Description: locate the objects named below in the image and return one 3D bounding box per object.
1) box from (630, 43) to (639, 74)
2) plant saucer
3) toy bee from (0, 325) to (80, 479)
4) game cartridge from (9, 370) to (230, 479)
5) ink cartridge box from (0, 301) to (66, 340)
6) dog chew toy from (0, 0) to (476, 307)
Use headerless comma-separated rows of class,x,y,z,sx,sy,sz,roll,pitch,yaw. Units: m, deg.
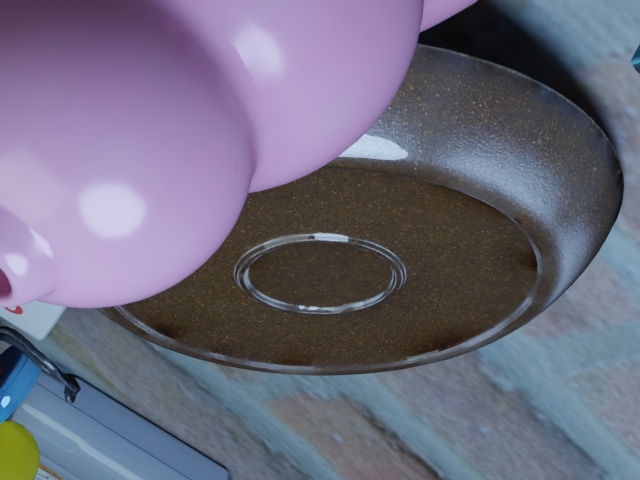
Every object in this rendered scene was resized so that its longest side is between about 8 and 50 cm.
box,0.250,-0.083,0.761,0.100,0.060,0.244,46,146,-23
plant saucer,0.000,0.000,0.985,0.310,0.050,0.310,1,151,0
toy bee,-0.281,0.106,1.319,0.195,0.162,0.298,40,172,2
game cartridge,-0.180,0.219,1.591,0.198,0.062,0.297,35,150,1
ink cartridge box,-0.184,-0.078,1.097,0.197,0.114,0.273,33,150,-5
dog chew toy,-0.041,-0.113,0.707,0.206,0.332,0.206,23,149,15
